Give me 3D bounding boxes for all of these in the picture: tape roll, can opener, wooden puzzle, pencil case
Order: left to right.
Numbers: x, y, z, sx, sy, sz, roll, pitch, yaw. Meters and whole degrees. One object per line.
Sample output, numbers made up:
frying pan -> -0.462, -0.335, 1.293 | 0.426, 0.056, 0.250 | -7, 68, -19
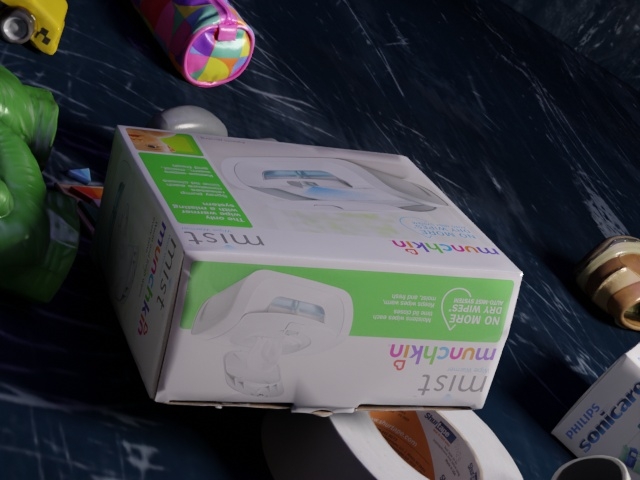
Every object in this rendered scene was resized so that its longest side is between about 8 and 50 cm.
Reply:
wooden puzzle -> -0.186, -0.025, 1.210 | 0.116, 0.014, 0.078 | 47, 22, 22
pencil case -> -0.166, -0.281, 1.648 | 0.104, 0.104, 0.236 | 13, 33, -48
can opener -> -0.088, -0.074, 1.376 | 0.074, 0.093, 0.280 | 44, 17, 15
tape roll -> 0.062, 0.179, 1.116 | 0.219, 0.072, 0.219 | 33, 22, -15

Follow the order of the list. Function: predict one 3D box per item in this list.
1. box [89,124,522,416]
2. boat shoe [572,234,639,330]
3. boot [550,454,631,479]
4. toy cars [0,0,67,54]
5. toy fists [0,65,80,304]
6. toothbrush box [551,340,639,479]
box -> -0.021, 0.022, 1.082 | 0.262, 0.127, 0.231 | 5, 23, -22
boat shoe -> 0.481, 0.088, 1.938 | 0.324, 0.122, 0.120 | 10, 39, -37
boot -> 0.209, 0.308, 1.072 | 0.244, 0.088, 0.176 | -56, 132, -48
toy cars -> -0.388, -0.342, 1.423 | 0.394, 0.087, 0.176 | 46, 22, 19
toy fists -> -0.266, -0.071, 1.063 | 0.142, 0.096, 0.279 | 24, 27, -32
toothbrush box -> 0.415, 0.239, 1.488 | 0.295, 0.126, 0.216 | 44, 23, 13
